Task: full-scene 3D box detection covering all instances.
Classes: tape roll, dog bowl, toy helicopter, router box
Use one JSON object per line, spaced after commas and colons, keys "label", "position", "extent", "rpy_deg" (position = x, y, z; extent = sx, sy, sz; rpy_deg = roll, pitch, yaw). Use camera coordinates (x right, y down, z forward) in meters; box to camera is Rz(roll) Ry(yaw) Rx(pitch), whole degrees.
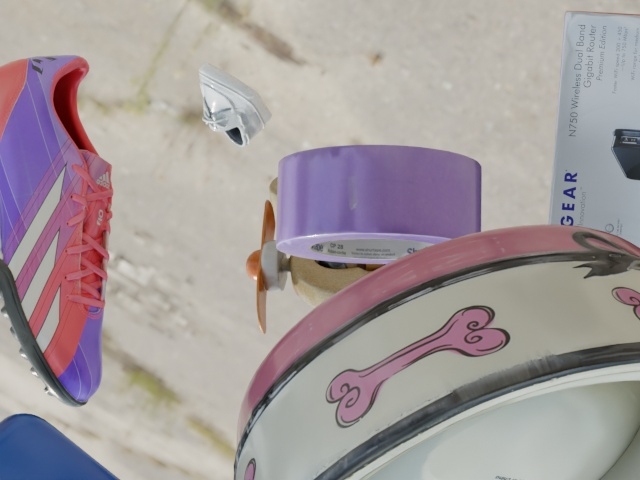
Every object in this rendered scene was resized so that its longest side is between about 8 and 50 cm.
{"label": "tape roll", "position": [0.053, -0.030, 1.388], "extent": [0.189, 0.080, 0.189], "rpy_deg": [1, 172, 0]}
{"label": "dog bowl", "position": [0.121, 0.153, 1.086], "extent": [0.408, 0.408, 0.150], "rpy_deg": [54, -169, -52]}
{"label": "toy helicopter", "position": [0.000, 0.000, 1.868], "extent": [0.355, 0.235, 0.140], "rpy_deg": [-128, 23, -60]}
{"label": "router box", "position": [0.437, -0.106, 1.866], "extent": [0.301, 0.336, 0.082], "rpy_deg": [4, -171, 8]}

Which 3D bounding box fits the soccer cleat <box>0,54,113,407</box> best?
{"label": "soccer cleat", "position": [-0.230, -0.014, 1.348], "extent": [0.116, 0.318, 0.108], "rpy_deg": [-17, 168, 7]}

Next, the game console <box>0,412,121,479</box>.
{"label": "game console", "position": [-0.210, 0.317, 1.129], "extent": [0.293, 0.250, 0.173], "rpy_deg": [37, -173, 9]}

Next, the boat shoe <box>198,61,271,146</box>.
{"label": "boat shoe", "position": [-0.112, -0.159, 1.819], "extent": [0.066, 0.063, 0.184], "rpy_deg": [31, 175, 12]}
